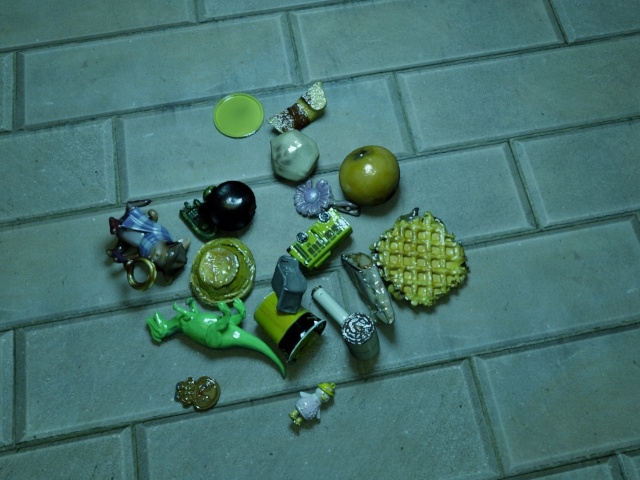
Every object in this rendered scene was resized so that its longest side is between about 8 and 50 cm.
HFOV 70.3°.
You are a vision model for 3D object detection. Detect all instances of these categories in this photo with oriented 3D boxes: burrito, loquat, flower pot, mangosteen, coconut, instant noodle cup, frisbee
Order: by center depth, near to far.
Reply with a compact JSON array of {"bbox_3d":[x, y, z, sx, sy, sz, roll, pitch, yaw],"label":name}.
[{"bbox_3d":[-0.121,0.162,1.728,0.103,0.108,0.229,7,32,-19],"label":"flower pot"},{"bbox_3d":[-0.127,0.321,1.750,0.236,0.216,0.216,38,77,19],"label":"instant noodle cup"},{"bbox_3d":[0.196,0.176,1.799,0.107,0.175,0.348,-19,74,-24],"label":"burrito"},{"bbox_3d":[-0.379,-0.145,1.869,0.242,0.243,0.243,0,74,-1],"label":"mangosteen"},{"bbox_3d":[0.203,-0.272,1.891,0.262,0.263,0.264,0,74,-1],"label":"loquat"},{"bbox_3d":[-0.122,-0.365,1.943,0.223,0.224,0.225,0,74,-1],"label":"coconut"},{"bbox_3d":[-0.376,-0.576,2.094,0.235,0.017,0.236,0,73,0],"label":"frisbee"}]

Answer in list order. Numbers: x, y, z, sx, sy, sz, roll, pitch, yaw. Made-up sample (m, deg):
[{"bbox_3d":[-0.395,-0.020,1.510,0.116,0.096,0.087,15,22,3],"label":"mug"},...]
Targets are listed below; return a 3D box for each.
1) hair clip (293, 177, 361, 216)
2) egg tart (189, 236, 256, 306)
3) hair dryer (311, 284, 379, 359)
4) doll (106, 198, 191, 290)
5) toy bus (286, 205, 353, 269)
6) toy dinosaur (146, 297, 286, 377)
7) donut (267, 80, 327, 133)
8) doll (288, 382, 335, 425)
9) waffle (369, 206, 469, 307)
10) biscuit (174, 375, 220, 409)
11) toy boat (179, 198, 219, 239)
[{"bbox_3d":[0.031,-0.170,1.951,0.299,0.069,0.173,14,76,4],"label":"hair clip"},{"bbox_3d":[-0.398,0.118,1.835,0.293,0.123,0.295,0,72,-1],"label":"egg tart"},{"bbox_3d":[0.078,0.293,1.775,0.128,0.203,0.362,-41,59,-11],"label":"hair dryer"},{"bbox_3d":[-0.698,0.016,1.817,0.339,0.209,0.318,34,79,6],"label":"doll"},{"bbox_3d":[0.000,0.000,1.852,0.262,0.128,0.150,-44,77,-1],"label":"toy bus"},{"bbox_3d":[-0.411,0.420,1.763,0.374,0.144,0.500,-34,93,12],"label":"toy dinosaur"},{"bbox_3d":[-0.088,-0.569,2.039,0.294,0.151,0.112,-35,90,3],"label":"donut"},{"bbox_3d":[-0.025,0.610,1.716,0.207,0.081,0.129,-38,96,-13],"label":"doll"},{"bbox_3d":[0.408,0.076,1.873,0.382,0.095,0.380,-35,78,-13],"label":"waffle"},{"bbox_3d":[-0.472,0.584,1.746,0.174,0.026,0.124,3,73,0],"label":"biscuit"},{"bbox_3d":[-0.509,-0.085,1.930,0.104,0.052,0.210,-39,77,-14],"label":"toy boat"}]
